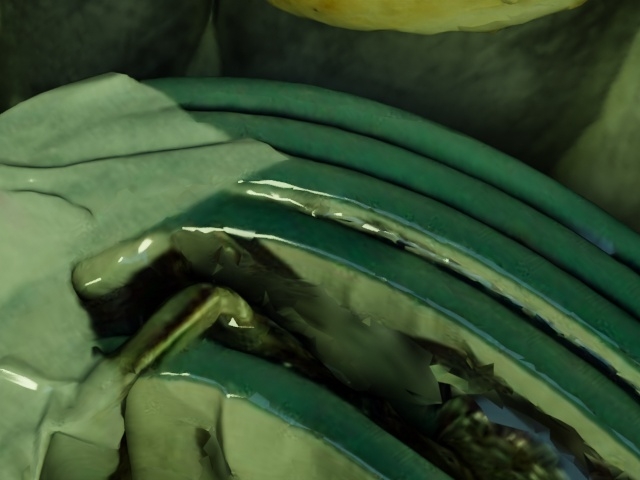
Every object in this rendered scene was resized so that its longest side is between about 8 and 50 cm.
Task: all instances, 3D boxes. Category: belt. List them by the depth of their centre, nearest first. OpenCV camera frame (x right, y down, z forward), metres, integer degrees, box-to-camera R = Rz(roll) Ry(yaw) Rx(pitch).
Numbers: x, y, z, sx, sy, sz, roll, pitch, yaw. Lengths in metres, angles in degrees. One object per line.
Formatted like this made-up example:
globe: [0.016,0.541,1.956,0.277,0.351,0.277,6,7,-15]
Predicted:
belt: [0.024,0.141,0.527,0.436,0.300,0.173,40,148,25]

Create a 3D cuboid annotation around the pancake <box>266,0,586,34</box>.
pancake: [0.053,-0.263,0.667,0.387,0.082,0.386,-4,82,31]
